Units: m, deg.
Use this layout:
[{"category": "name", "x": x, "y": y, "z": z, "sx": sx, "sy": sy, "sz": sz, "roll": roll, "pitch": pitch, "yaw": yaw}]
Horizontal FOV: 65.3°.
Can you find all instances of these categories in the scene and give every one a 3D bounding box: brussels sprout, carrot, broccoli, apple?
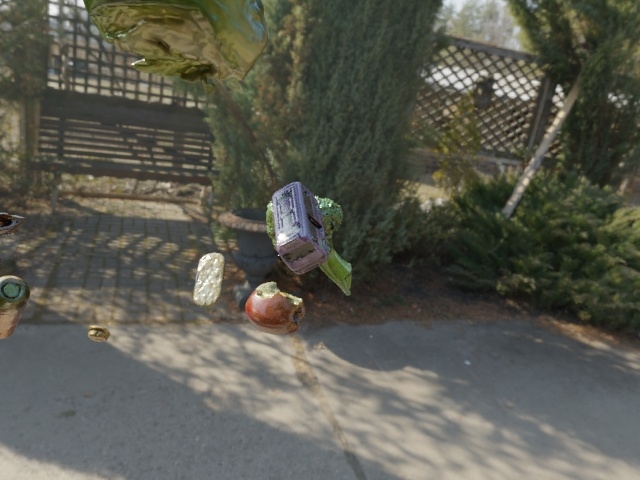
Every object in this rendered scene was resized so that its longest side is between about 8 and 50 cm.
[{"category": "brussels sprout", "x": -0.273, "y": -0.499, "z": 1.019, "sx": 0.371, "sy": 0.315, "sz": 0.276, "roll": 27, "pitch": -15, "yaw": -26}, {"category": "carrot", "x": -0.669, "y": 0.139, "z": 1.052, "sx": 0.087, "sy": 0.193, "sz": 0.087, "roll": 23, "pitch": 49, "yaw": -29}, {"category": "broccoli", "x": -0.005, "y": -0.035, "z": 1.368, "sx": 0.302, "sy": 0.254, "sz": 0.186, "roll": 23, "pitch": 51, "yaw": 21}, {"category": "apple", "x": -0.132, "y": 0.212, "z": 1.492, "sx": 0.158, "sy": 0.147, "sz": 0.156, "roll": 27, "pitch": -12, "yaw": 36}]

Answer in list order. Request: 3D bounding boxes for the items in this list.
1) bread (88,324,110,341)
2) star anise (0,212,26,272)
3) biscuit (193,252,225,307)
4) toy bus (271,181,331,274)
[{"category": "bread", "x": -0.821, "y": 0.345, "z": 1.851, "sx": 0.081, "sy": 0.083, "sz": 0.046, "roll": -6, "pitch": 55, "yaw": 26}, {"category": "star anise", "x": -0.798, "y": -0.016, "z": 1.141, "sx": 0.099, "sy": 0.214, "sz": 0.220, "roll": -6, "pitch": 21, "yaw": 37}, {"category": "biscuit", "x": -0.265, "y": 0.093, "z": 1.191, "sx": 0.071, "sy": 0.018, "sz": 0.147, "roll": -4, "pitch": 57, "yaw": 8}, {"category": "toy bus", "x": -0.045, "y": -0.026, "z": 0.994, "sx": 0.087, "sy": 0.098, "sz": 0.178, "roll": -26, "pitch": 46, "yaw": 16}]
